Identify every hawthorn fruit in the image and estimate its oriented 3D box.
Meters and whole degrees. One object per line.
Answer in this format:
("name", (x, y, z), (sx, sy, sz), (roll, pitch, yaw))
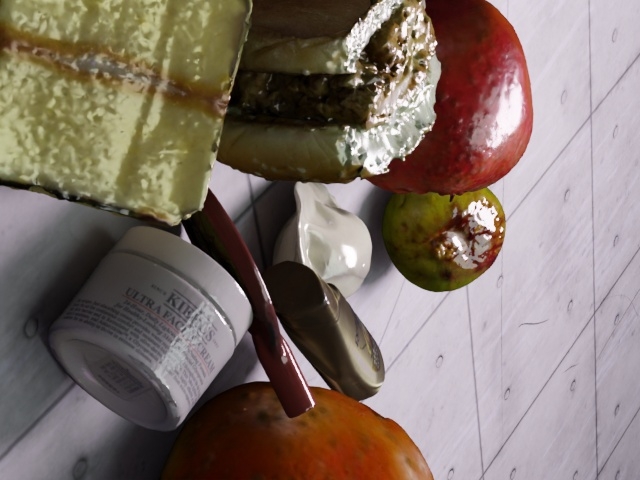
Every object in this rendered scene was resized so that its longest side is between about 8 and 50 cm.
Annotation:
("hawthorn fruit", (0.155, -0.207, 1.984), (0.265, 0.265, 0.307), (-16, 116, -57))
("hawthorn fruit", (-0.032, 0.349, 1.855), (0.403, 0.403, 0.403), (-35, 133, -48))

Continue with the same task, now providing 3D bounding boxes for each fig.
("fig", (0.182, -0.023, 2.218), (0.191, 0.181, 0.181), (-61, 159, -72))

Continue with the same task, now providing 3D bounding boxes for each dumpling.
("dumpling", (0.002, 0.001, 1.977), (0.216, 0.126, 0.166), (10, 76, -46))

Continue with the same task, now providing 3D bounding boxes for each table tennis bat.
("table tennis bat", (-0.087, 0.058, 1.712), (0.038, 0.200, 0.310), (-28, 97, -14))

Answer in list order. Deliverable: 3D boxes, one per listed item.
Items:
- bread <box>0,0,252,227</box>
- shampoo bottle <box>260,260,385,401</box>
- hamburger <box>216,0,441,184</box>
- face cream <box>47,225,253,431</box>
("bread", (-0.212, -0.162, 1.449), (0.236, 0.198, 0.263), (11, 93, -53))
("shampoo bottle", (0.006, 0.109, 1.854), (0.084, 0.125, 0.350), (-25, 156, 4))
("hamburger", (-0.022, -0.200, 1.652), (0.318, 0.277, 0.195), (-45, 138, -52))
("face cream", (-0.184, 0.097, 1.627), (0.153, 0.177, 0.177), (-56, 147, -28))
